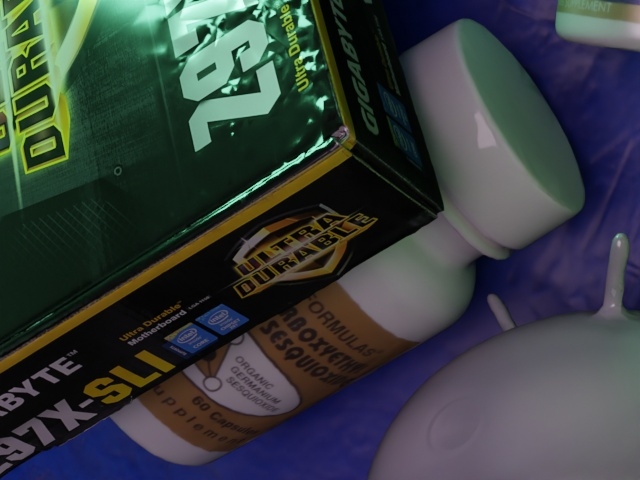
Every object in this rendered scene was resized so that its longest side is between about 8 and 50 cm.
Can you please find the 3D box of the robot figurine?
[{"bbox_3d":[0.129,0.182,0.738,0.300,0.199,0.353,-23,73,54],"label":"robot figurine"}]

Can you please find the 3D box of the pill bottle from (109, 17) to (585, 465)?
[{"bbox_3d":[0.000,0.000,0.827,0.229,0.131,0.131,-32,82,22],"label":"pill bottle"}]

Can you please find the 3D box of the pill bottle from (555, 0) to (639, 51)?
[{"bbox_3d":[0.159,-0.164,0.765,0.094,0.094,0.169,11,99,22],"label":"pill bottle"}]

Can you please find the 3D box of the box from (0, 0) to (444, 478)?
[{"bbox_3d":[-0.100,-0.085,0.810,0.257,0.079,0.322,-30,51,21],"label":"box"}]
